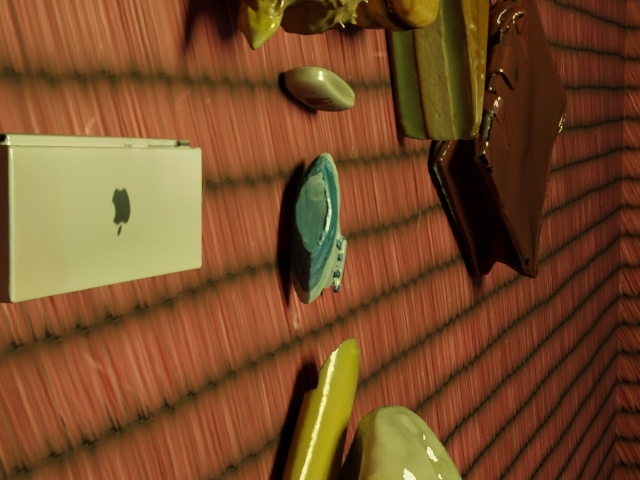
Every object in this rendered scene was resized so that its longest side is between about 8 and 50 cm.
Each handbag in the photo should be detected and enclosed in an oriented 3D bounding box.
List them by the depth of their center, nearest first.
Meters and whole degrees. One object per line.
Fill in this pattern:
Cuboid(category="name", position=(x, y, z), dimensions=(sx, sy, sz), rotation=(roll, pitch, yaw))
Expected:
Cuboid(category="handbag", position=(0.194, -0.118, 1.437), dimensions=(0.275, 0.084, 0.260), rotation=(62, 38, -54))

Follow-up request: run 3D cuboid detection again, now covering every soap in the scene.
Cuboid(category="soap", position=(-0.001, 0.154, 0.967), dimensions=(0.089, 0.033, 0.168), rotation=(78, 24, -56))

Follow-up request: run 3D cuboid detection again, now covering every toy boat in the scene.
Cuboid(category="toy boat", position=(-0.002, 0.007, 0.976), dimensions=(0.149, 0.034, 0.105), rotation=(86, 13, -55))

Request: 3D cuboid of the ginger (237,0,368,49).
Cuboid(category="ginger", position=(-0.013, -0.207, 0.793), dimensions=(0.157, 0.102, 0.216), rotation=(46, 49, -55))

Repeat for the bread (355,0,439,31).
Cuboid(category="bread", position=(0.052, -0.260, 1.012), dimensions=(0.116, 0.077, 0.200), rotation=(-20, 109, -68))

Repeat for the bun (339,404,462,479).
Cuboid(category="bun", position=(0.058, 0.213, 0.971), dimensions=(0.183, 0.102, 0.183), rotation=(-167, -90, -89))

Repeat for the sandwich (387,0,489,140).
Cuboid(category="sandwich", position=(0.113, -0.185, 1.185), dimensions=(0.113, 0.079, 0.163), rotation=(-56, 142, -54))

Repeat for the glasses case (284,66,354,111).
Cuboid(category="glasses case", position=(0.000, -0.107, 0.944), dimensions=(0.083, 0.032, 0.021), rotation=(24, 65, -69))

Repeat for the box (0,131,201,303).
Cuboid(category="box", position=(-0.125, -0.012, 0.451), dimensions=(0.129, 0.130, 0.051), rotation=(-9, 101, -70))
